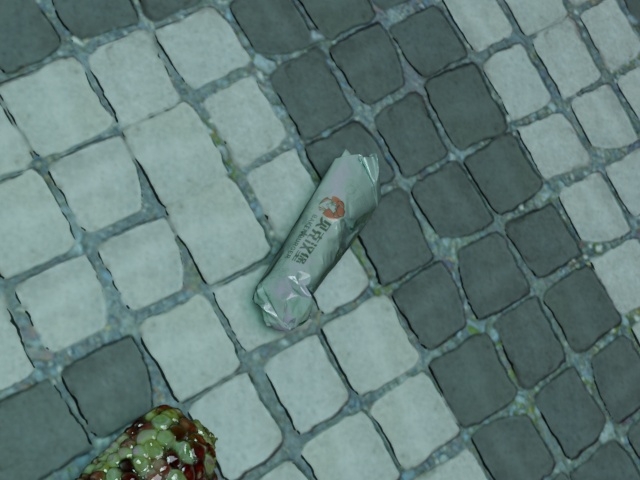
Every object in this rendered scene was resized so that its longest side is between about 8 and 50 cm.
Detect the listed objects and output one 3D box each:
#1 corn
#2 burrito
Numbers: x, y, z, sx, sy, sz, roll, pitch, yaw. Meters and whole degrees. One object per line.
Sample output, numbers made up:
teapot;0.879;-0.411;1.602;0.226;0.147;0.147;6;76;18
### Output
corn;-0.188;0.244;0.958;0.092;0.092;0.280;48;61;-5
burrito;0.000;0.000;1.154;0.064;0.064;0.203;37;59;-11
